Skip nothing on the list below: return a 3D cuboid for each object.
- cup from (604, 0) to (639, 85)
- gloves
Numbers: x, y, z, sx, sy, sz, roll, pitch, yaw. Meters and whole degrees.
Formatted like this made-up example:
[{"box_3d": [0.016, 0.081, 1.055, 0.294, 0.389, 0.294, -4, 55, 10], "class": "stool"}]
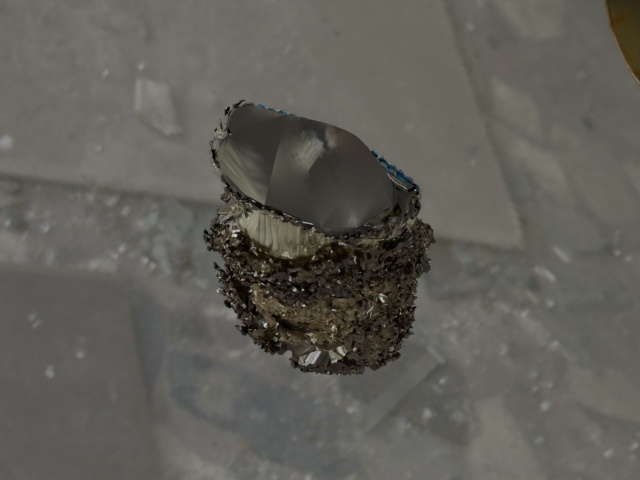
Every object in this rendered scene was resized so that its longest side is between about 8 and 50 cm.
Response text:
[{"box_3d": [0.395, -0.230, 1.414, 0.177, 0.239, 0.166, -22, 104, -6], "class": "cup"}, {"box_3d": [0.003, 0.006, 1.274, 0.210, 0.312, 0.135, 3, 58, -4], "class": "gloves"}]
